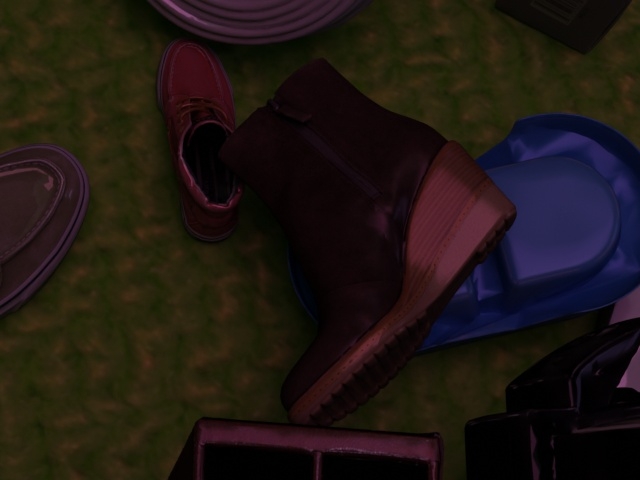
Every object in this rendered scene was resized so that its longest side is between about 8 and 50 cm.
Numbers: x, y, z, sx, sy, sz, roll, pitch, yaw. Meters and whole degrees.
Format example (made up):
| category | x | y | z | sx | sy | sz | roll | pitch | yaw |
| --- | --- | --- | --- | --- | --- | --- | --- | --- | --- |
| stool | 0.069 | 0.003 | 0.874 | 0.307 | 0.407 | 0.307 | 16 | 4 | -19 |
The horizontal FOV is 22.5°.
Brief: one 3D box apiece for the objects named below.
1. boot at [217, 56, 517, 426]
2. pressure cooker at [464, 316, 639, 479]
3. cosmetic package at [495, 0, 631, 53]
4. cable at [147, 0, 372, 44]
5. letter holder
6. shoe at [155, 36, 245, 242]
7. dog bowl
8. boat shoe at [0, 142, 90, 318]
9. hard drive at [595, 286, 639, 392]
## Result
| category | x | y | z | sx | sy | sz | roll | pitch | yaw |
| --- | --- | --- | --- | --- | --- | --- | --- | --- | --- |
| boot | 0.000 | 0.000 | 1.200 | 0.207 | 0.090 | 0.248 | 36 | 72 | 18 |
| pressure cooker | 0.267 | 0.255 | 1.063 | 0.375 | 0.370 | 0.420 | -6 | 78 | 18 |
| cosmetic package | 0.250 | -0.300 | 1.396 | 0.107 | 0.127 | 0.238 | 29 | 71 | 0 |
| cable | -0.050 | -0.277 | 1.270 | 0.257 | 0.089 | 0.257 | 1 | 114 | 16 |
| letter holder | -0.029 | 0.256 | 1.060 | 0.152 | 0.302 | 0.214 | 5 | 71 | -9 |
| shoe | -0.092 | -0.093 | 1.285 | 0.063 | 0.081 | 0.178 | -5 | 72 | -12 |
| dog bowl | 0.121 | 0.004 | 1.273 | 0.297 | 0.074 | 0.166 | -13 | 72 | -5 |
| boat shoe | -0.292 | 0.028 | 1.199 | 0.302 | 0.094 | 0.109 | -42 | 83 | -20 |
| hard drive | 0.393 | 0.131 | 1.318 | 0.353 | 0.047 | 0.233 | 22 | 69 | -3 |
